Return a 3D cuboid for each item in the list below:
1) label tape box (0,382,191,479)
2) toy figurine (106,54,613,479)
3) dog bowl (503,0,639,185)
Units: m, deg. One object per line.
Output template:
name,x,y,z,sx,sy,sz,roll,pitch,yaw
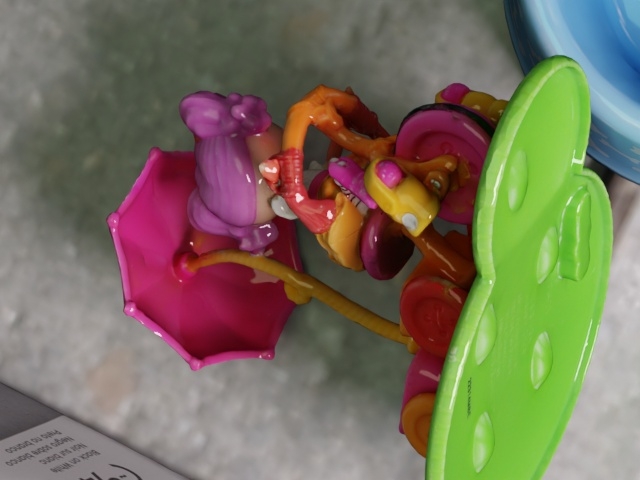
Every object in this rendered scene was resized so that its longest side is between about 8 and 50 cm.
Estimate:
label tape box,-0.085,0.211,0.574,0.333,0.106,0.241,24,100,14
toy figurine,0.000,0.000,0.529,0.159,0.130,0.173,18,133,25
dog bowl,0.197,-0.091,0.494,0.297,0.074,0.166,2,93,17
